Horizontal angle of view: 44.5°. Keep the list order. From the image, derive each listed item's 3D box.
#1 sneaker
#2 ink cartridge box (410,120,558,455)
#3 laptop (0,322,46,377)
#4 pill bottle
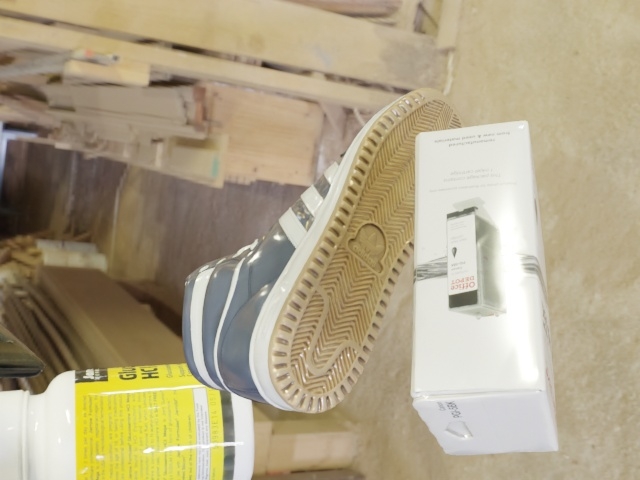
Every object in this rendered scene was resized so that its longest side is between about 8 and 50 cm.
[{"bbox_3d":[0.000,0.000,0.592,0.153,0.099,0.282,-12,38,51],"label":"sneaker"},{"bbox_3d":[0.081,0.026,0.381,0.056,0.099,0.135,-5,60,18],"label":"ink cartridge box"},{"bbox_3d":[-0.499,0.090,0.538,0.382,0.408,0.236,29,98,33],"label":"laptop"},{"bbox_3d":[-0.270,0.269,1.081,0.188,0.334,0.188,179,90,-73],"label":"pill bottle"}]
